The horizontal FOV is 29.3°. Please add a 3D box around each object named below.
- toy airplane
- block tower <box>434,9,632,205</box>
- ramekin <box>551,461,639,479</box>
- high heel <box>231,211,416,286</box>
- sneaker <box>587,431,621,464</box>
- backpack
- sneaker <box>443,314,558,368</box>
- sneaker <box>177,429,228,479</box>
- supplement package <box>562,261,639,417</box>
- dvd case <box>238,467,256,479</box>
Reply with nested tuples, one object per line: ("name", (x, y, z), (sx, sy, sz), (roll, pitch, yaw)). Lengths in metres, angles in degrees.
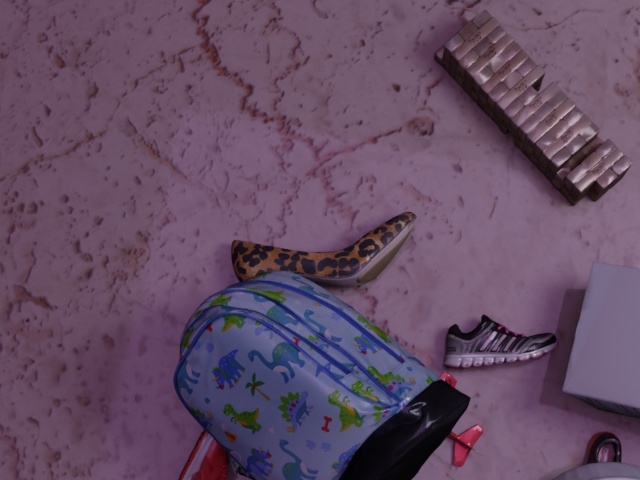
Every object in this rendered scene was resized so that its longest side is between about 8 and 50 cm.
("toy airplane", (0.175, 0.272, 1.793), (0.151, 0.028, 0.151), (-1, 80, 3))
("block tower", (0.316, -0.199, 1.845), (0.091, 0.097, 0.335), (-41, 79, -6))
("ramekin", (0.398, 0.436, 1.662), (0.277, 0.135, 0.277), (1, 98, 6))
("high heel", (0.000, 0.000, 1.828), (0.261, 0.093, 0.186), (-42, 73, -7))
("sneaker", (0.400, 0.350, 1.747), (0.061, 0.065, 0.158), (6, 79, 4))
("backpack", (-0.028, 0.202, 1.679), (0.355, 0.273, 0.290), (51, 126, 22))
("sneaker", (0.262, 0.143, 1.795), (0.170, 0.063, 0.075), (-8, 85, 6))
("sneaker", (-0.144, 0.363, 1.775), (0.128, 0.087, 0.221), (27, 94, -1))
("supplement package", (0.475, 0.152, 1.703), (0.203, 0.149, 0.194), (10, 79, 34))
("dvd case", (0.004, 0.256, 1.808), (0.180, 0.022, 0.253), (20, 81, 7))
